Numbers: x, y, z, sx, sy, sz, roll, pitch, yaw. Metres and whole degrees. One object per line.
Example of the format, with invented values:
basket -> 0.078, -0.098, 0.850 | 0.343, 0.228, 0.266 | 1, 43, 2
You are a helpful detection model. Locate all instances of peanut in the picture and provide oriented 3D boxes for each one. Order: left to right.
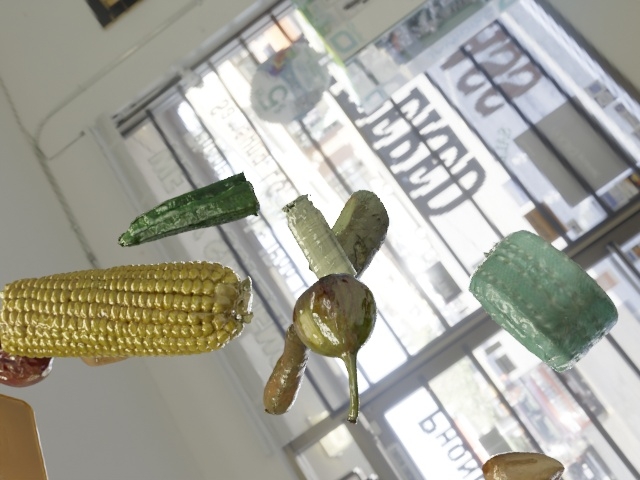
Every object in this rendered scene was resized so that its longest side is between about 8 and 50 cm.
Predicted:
peanut -> 0.377, 0.429, 1.374 | 0.076, 0.152, 0.076 | -3, -90, -87

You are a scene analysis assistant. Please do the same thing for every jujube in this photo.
jujube -> -0.859, 0.303, 2.031 | 0.255, 0.190, 0.190 | 8, -151, -26

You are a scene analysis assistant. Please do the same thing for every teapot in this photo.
teapot -> 0.000, 0.000, 1.553 | 0.200, 0.077, 0.107 | 61, -160, 4

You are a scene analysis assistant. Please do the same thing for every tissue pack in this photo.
tissue pack -> -0.591, 0.401, 1.193 | 0.145, 0.274, 0.194 | 34, -163, -44

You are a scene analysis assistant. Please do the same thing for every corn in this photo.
corn -> -0.291, 0.106, 1.085 | 0.144, 0.387, 0.144 | -5, -90, -88

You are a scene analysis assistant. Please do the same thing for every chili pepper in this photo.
chili pepper -> -0.207, -0.036, 1.152 | 0.088, 0.227, 0.059 | -118, 9, -46

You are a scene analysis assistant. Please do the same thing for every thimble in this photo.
thimble -> 0.358, 0.094, 1.227 | 0.235, 0.143, 0.198 | 45, 178, 21

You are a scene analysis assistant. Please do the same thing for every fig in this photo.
fig -> 0.036, 0.178, 1.231 | 0.149, 0.149, 0.245 | 47, -153, -60

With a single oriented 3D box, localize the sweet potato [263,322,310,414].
sweet potato -> -0.064, 0.265, 1.545 | 0.075, 0.273, 0.075 | 12, -144, -9

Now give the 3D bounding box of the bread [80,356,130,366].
bread -> -0.525, 0.204, 2.046 | 0.337, 0.328, 0.148 | 103, 148, -57

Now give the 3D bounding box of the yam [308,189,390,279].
yam -> 0.079, 0.007, 1.889 | 0.154, 0.254, 0.154 | 23, 151, 13
